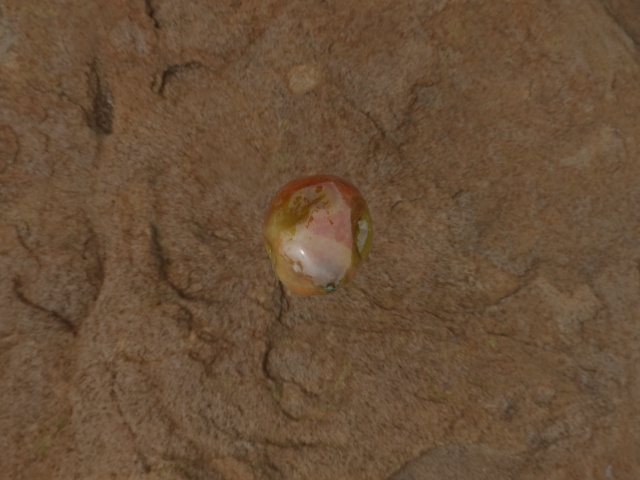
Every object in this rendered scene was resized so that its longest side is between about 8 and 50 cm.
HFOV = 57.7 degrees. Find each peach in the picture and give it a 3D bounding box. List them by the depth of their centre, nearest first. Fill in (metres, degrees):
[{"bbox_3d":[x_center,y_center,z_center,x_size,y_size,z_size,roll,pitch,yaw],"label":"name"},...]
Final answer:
[{"bbox_3d":[0.000,0.000,1.089,0.215,0.214,0.235,0,53,-5],"label":"peach"}]
